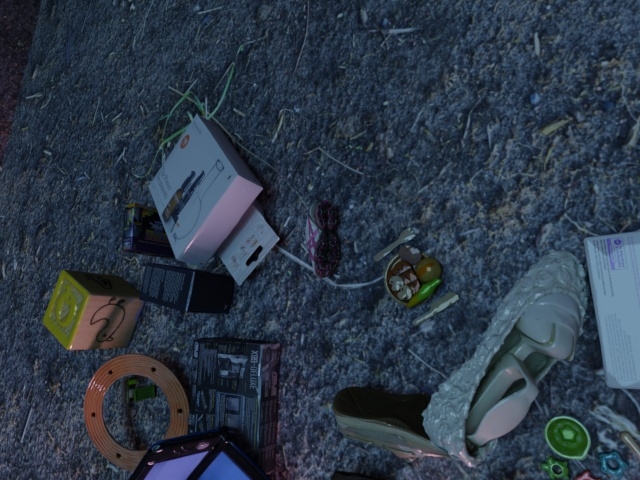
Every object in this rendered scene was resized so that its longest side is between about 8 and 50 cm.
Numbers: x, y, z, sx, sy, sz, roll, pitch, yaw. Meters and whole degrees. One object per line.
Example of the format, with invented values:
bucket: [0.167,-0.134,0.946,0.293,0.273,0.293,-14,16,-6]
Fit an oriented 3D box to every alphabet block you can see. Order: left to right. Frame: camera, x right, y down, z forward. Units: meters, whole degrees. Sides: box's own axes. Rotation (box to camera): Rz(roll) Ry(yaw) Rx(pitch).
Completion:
alphabet block: [-0.713,0.219,1.403,0.194,0.197,0.192,23,94,33]

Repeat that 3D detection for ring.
ring: [-0.524,0.490,1.272,0.337,0.032,0.336,0,91,11]

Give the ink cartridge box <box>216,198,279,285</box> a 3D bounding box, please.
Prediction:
ink cartridge box: [-0.213,-0.015,1.218,0.181,0.056,0.224,-49,63,15]

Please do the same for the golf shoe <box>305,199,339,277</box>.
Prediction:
golf shoe: [0.000,0.000,1.076,0.086,0.068,0.185,-15,71,58]

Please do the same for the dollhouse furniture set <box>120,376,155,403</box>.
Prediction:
dollhouse furniture set: [-0.567,0.461,1.368,0.152,0.059,0.076,-16,79,49]

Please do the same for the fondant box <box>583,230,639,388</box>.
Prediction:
fondant box: [0.593,0.095,0.650,0.331,0.096,0.238,-9,76,32]

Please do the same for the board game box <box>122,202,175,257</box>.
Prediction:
board game box: [-0.506,-0.026,1.333,0.048,0.170,0.140,-10,76,30]

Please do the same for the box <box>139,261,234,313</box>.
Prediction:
box: [-0.369,0.132,1.227,0.207,0.153,0.108,6,83,32]

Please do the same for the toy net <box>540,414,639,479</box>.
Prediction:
toy net: [0.480,0.364,0.700,0.233,0.045,0.121,9,85,33]

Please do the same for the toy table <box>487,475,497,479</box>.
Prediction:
toy table: [0.308,0.541,0.679,0.161,0.252,0.274,-42,42,2]

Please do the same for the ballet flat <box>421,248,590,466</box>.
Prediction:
ballet flat: [0.334,0.201,0.729,0.147,0.147,0.408,36,89,32]

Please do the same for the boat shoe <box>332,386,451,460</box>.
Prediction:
boat shoe: [0.172,0.372,0.873,0.303,0.109,0.098,4,119,22]

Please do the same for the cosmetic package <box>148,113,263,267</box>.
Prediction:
cosmetic package: [-0.341,-0.152,1.255,0.284,0.098,0.377,-50,47,12]

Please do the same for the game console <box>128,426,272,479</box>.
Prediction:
game console: [-0.286,0.576,1.007,0.293,0.250,0.173,-55,48,30]

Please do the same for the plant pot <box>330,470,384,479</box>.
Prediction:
plant pot: [0.063,0.580,0.851,0.216,0.215,0.230,-3,64,32]

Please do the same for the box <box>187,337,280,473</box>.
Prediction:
box: [-0.224,0.407,1.125,0.243,0.077,0.307,-5,78,32]

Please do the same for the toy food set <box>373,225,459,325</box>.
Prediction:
toy food set: [0.191,0.075,0.944,0.132,0.039,0.192,-40,62,20]
